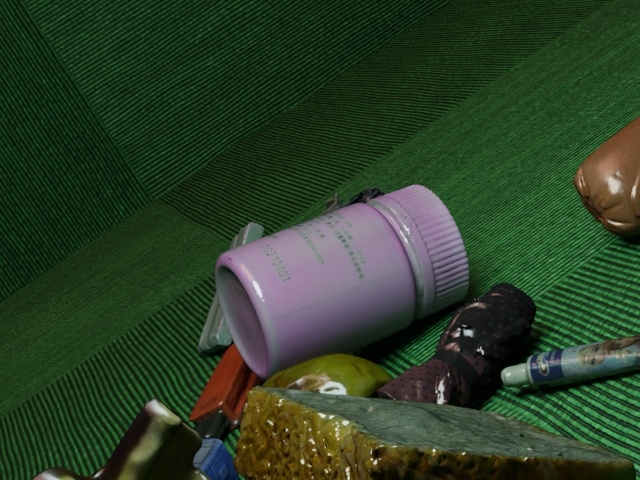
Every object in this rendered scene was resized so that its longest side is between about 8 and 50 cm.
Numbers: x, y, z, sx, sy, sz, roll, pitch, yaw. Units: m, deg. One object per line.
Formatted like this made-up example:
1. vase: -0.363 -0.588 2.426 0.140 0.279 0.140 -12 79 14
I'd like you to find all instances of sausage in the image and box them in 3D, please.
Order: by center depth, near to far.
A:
1. sausage: 0.444 -0.118 1.602 0.304 0.121 0.121 -36 16 -18

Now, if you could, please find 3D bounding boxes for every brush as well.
1. brush: -0.119 0.200 1.842 0.070 0.051 0.323 -31 17 29

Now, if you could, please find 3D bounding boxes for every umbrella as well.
1. umbrella: 0.129 0.161 1.408 0.094 0.090 0.326 14 44 39

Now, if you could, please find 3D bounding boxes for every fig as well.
1. fig: 0.018 0.194 1.437 0.166 0.144 0.154 -23 9 -23

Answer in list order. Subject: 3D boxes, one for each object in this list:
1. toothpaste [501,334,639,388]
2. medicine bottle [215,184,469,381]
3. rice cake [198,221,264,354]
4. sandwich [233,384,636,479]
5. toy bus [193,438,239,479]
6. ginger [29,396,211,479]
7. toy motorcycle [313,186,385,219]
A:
1. toothpaste: 0.286 0.123 1.336 0.216 0.037 0.062 -15 21 33
2. medicine bottle: 0.027 0.051 1.664 0.291 0.178 0.178 -22 11 -21
3. rice cake: -0.144 0.079 2.097 0.080 0.042 0.221 -33 37 58
4. sandwich: 0.102 0.196 1.110 0.271 0.099 0.301 4 1 -23
5. toy bus: -0.178 0.323 1.516 0.094 0.079 0.236 -21 19 28
6. ginger: -0.151 0.342 1.052 0.413 0.358 0.211 -24 47 -34
7. toy motorcycle: 0.000 0.000 2.142 0.263 0.091 0.157 -40 13 -20
